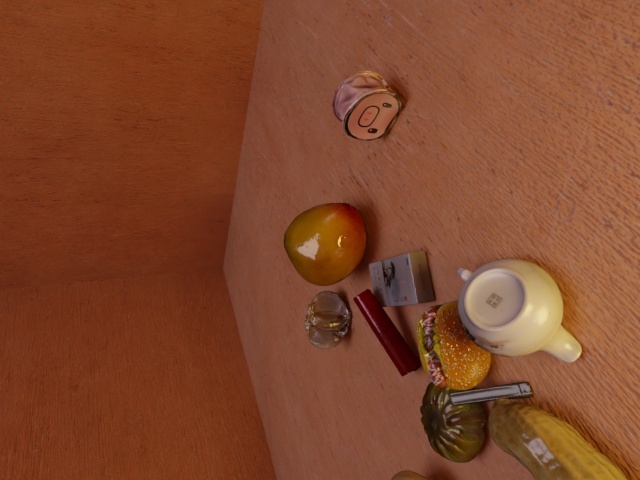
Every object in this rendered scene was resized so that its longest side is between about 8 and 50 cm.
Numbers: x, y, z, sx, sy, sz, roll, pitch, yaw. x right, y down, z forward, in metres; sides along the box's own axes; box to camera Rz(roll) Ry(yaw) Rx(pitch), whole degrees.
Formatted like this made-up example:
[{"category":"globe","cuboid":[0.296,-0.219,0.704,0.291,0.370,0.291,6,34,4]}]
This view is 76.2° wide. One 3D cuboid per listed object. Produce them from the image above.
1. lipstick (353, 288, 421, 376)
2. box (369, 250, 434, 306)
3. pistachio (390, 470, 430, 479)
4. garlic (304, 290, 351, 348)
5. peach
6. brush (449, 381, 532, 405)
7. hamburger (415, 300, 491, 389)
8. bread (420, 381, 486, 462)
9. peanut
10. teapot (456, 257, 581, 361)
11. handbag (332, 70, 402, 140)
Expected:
[{"category":"lipstick","cuboid":[0.202,0.281,1.259,0.279,0.073,0.073,57,147,15]},{"category":"box","cuboid":[0.240,0.123,1.246,0.233,0.067,0.149,154,107,-65]},{"category":"pistachio","cuboid":[0.276,0.794,1.103,0.238,0.229,0.321,-25,77,28]},{"category":"garlic","cuboid":[0.033,0.322,1.652,0.143,0.178,0.229,58,-138,-78]},{"category":"peach","cuboid":[0.033,0.011,1.452,0.308,0.289,0.289,-24,66,22]},{"category":"brush","cuboid":[0.392,0.356,0.946,0.190,0.027,0.034,-26,64,37]},{"category":"hamburger","cuboid":[0.320,0.250,0.980,0.116,0.173,0.210,87,176,-84]},{"category":"bread","cuboid":[0.332,0.462,1.062,0.213,0.105,0.213,176,90,-68]},{"category":"peanut","cuboid":[0.445,0.420,0.777,0.305,0.147,0.147,-131,43,-54]},{"category":"teapot","cuboid":[0.389,0.133,0.857,0.204,0.139,0.298,-54,36,15]},{"category":"handbag","cuboid":[0.139,-0.408,1.255,0.205,0.179,0.116,121,145,-49]}]
